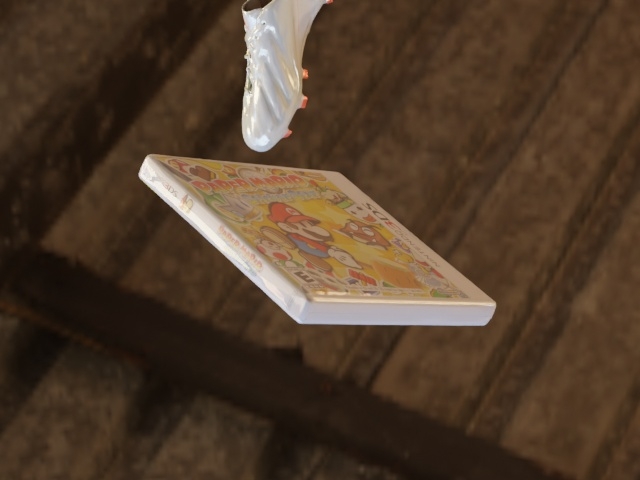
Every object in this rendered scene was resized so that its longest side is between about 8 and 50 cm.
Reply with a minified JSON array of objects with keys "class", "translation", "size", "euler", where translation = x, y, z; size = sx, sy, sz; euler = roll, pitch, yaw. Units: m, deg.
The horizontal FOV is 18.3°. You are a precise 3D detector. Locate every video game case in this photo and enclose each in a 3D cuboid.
[{"class":"video game case","translation":[0.000,0.000,1.548],"size":[0.227,0.026,0.206],"euler":[3,-150,-48]}]

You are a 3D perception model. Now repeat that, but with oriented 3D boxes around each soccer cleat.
[{"class":"soccer cleat","translation":[-0.043,-0.174,1.740],"size":[0.076,0.196,0.068],"euler":[8,-163,-36]}]
